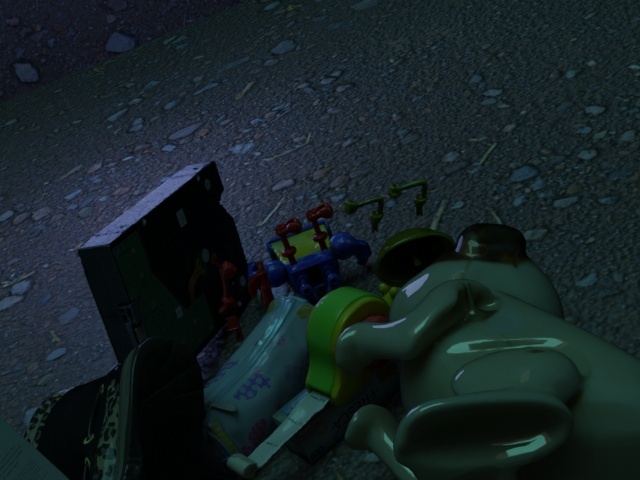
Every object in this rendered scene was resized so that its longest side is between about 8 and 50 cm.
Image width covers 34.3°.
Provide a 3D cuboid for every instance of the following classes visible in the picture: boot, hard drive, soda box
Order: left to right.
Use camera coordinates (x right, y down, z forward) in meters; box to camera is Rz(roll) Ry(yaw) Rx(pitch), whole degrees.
[{"bbox_3d":[-0.277,0.326,1.291,0.284,0.138,0.377,-22,58,46],"label":"boot"},{"bbox_3d":[-0.219,0.047,1.557,0.064,0.236,0.339,-8,21,24],"label":"hard drive"},{"bbox_3d":[0.028,0.207,1.371,0.183,0.063,0.058,-37,32,-24],"label":"soda box"}]

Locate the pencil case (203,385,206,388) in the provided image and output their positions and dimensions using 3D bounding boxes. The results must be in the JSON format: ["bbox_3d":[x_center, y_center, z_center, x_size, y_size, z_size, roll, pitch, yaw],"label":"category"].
[{"bbox_3d":[-0.225,0.240,1.483,0.152,0.064,0.070,-6,57,25],"label":"pencil case"}]

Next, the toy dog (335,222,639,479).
[{"bbox_3d":[0.204,0.141,1.151,0.395,0.284,0.408,-21,28,1],"label":"toy dog"}]

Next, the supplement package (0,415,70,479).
[{"bbox_3d":[-0.465,0.288,1.170,0.198,0.262,0.199,-33,15,42],"label":"supplement package"}]

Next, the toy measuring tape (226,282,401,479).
[{"bbox_3d":[-0.003,0.152,1.301,0.330,0.121,0.121,-39,34,-27],"label":"toy measuring tape"}]

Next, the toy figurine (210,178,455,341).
[{"bbox_3d":[0.000,0.000,1.611,0.363,0.191,0.217,-23,25,-3],"label":"toy figurine"}]

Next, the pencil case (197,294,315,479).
[{"bbox_3d":[-0.089,0.196,1.407,0.114,0.124,0.273,3,38,37],"label":"pencil case"}]
